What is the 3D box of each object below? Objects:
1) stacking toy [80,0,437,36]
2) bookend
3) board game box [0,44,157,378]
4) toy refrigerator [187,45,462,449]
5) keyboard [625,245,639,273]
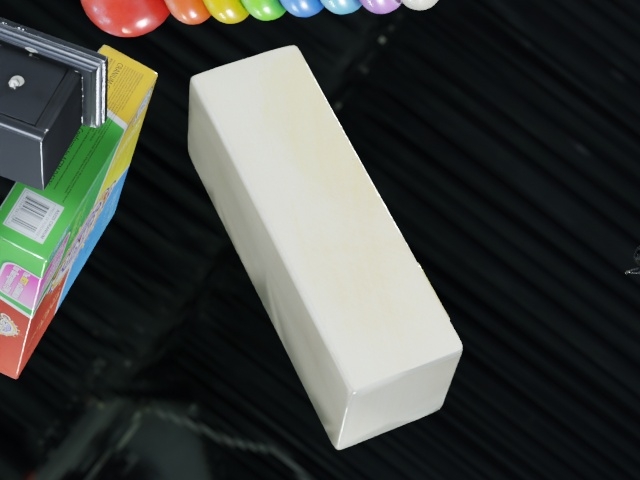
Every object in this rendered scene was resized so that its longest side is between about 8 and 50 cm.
[{"bbox_3d":[-0.063,-0.250,1.417,0.330,0.141,0.141,-8,-166,15],"label":"stacking toy"},{"bbox_3d":[-0.247,-0.074,1.069,0.072,0.156,0.157,103,10,-56],"label":"bookend"},{"bbox_3d":[-0.272,-0.021,1.642,0.242,0.064,0.316,-64,-178,-29],"label":"board game box"},{"bbox_3d":[0.000,0.000,1.129,0.094,0.269,0.102,-19,153,-16],"label":"toy refrigerator"},{"bbox_3d":[0.451,-0.001,1.673,0.201,0.033,0.317,-18,-174,-24],"label":"keyboard"}]
